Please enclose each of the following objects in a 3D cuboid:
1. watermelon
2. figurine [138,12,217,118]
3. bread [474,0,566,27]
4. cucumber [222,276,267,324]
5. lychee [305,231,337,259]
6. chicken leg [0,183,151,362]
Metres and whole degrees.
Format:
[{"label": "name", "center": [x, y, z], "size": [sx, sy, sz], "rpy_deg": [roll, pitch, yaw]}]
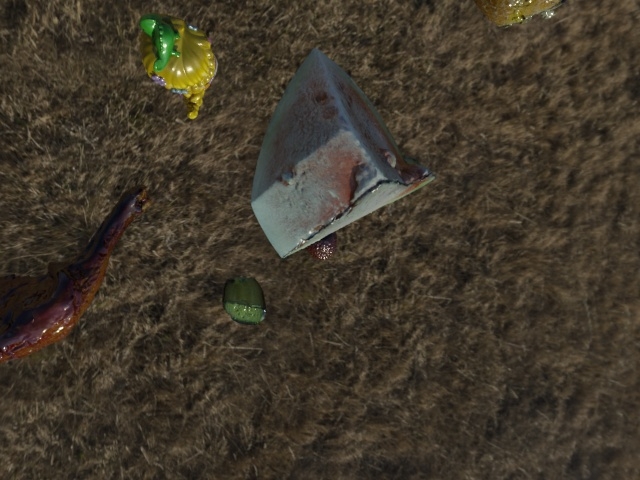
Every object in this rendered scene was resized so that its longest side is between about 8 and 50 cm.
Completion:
[{"label": "watermelon", "center": [0.046, -0.139, 0.704], "size": [0.319, 0.213, 0.290], "rpy_deg": [-15, 106, -19]}, {"label": "figurine", "center": [-0.181, -0.220, 0.609], "size": [0.094, 0.156, 0.115], "rpy_deg": [-3, 99, -2]}, {"label": "bread", "center": [0.399, -0.542, 0.937], "size": [0.246, 0.195, 0.176], "rpy_deg": [51, 63, -26]}, {"label": "cucumber", "center": [-0.215, 0.169, 1.321], "size": [0.115, 0.193, 0.086], "rpy_deg": [-6, 119, -11]}, {"label": "lychee", "center": [-0.003, 0.002, 1.577], "size": [0.123, 0.123, 0.129], "rpy_deg": [-8, 107, -26]}, {"label": "chicken leg", "center": [-0.398, 0.070, 0.685], "size": [0.407, 0.096, 0.158], "rpy_deg": [-40, 66, -12]}]
